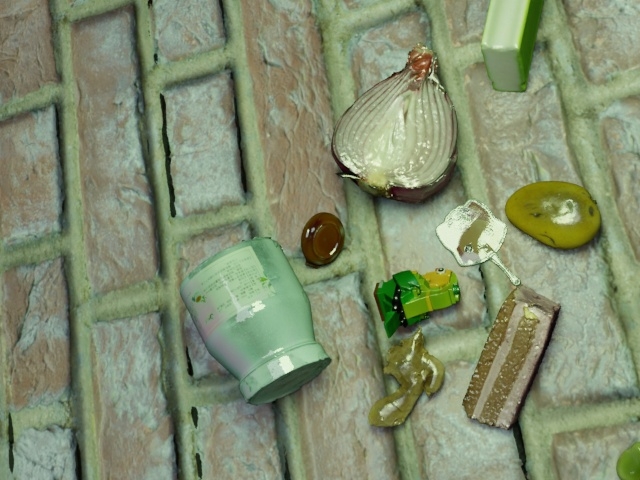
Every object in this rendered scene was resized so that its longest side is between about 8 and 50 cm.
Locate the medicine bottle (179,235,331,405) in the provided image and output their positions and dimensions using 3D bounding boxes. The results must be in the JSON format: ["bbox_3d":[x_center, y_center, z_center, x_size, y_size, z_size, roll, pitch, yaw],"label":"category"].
[{"bbox_3d":[-0.128,0.176,1.687,0.245,0.245,0.290,-34,70,7],"label":"medicine bottle"}]

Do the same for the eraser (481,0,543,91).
[{"bbox_3d":[0.414,-0.483,1.697,0.092,0.210,0.274,8,77,20],"label":"eraser"}]

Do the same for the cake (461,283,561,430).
[{"bbox_3d":[0.377,0.230,1.590,0.116,0.113,0.295,22,90,23],"label":"cake"}]

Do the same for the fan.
[{"bbox_3d":[0.347,0.013,1.699,0.132,0.009,0.220,-40,68,5],"label":"fan"}]

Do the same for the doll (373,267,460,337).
[{"bbox_3d":[0.200,0.117,1.661,0.186,0.106,0.134,-22,29,-4],"label":"doll"}]

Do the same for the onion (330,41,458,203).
[{"bbox_3d":[0.182,-0.239,1.739,0.267,0.159,0.348,22,77,10],"label":"onion"}]

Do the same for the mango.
[{"bbox_3d":[0.470,-0.054,1.631,0.195,0.098,0.137,9,83,24],"label":"mango"}]

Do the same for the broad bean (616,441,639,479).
[{"bbox_3d":[0.593,0.419,1.502,0.063,0.045,0.083,30,94,23],"label":"broad bean"}]

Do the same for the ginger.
[{"bbox_3d":[0.167,0.291,1.663,0.214,0.059,0.133,-43,76,5],"label":"ginger"}]

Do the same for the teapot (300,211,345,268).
[{"bbox_3d":[0.000,0.000,1.782,0.098,0.078,0.129,13,93,-20],"label":"teapot"}]
